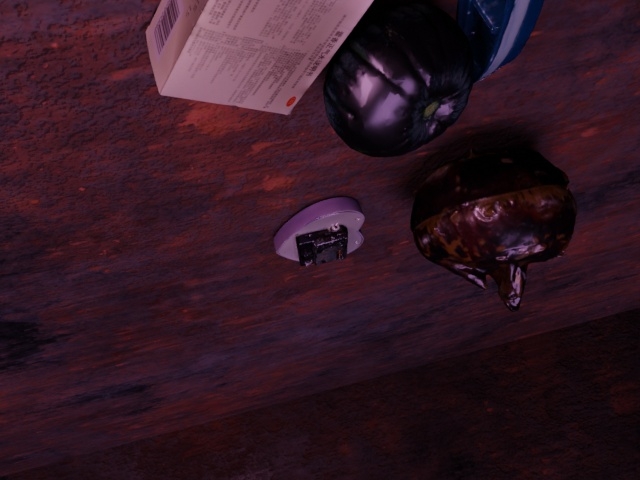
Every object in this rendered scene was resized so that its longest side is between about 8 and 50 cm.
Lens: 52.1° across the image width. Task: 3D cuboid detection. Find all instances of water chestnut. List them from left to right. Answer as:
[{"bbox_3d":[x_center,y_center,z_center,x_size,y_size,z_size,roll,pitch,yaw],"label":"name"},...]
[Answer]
[{"bbox_3d":[0.313,-0.017,1.149,0.300,0.299,0.300,-14,155,-7],"label":"water chestnut"}]

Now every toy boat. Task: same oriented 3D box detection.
[{"bbox_3d":[0.209,-0.278,0.763,0.062,0.096,0.299,-24,157,-6],"label":"toy boat"}]

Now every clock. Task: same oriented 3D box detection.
[{"bbox_3d":[0.000,0.000,1.229,0.172,0.064,0.198,-15,154,-6],"label":"clock"}]

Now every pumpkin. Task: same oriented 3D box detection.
[{"bbox_3d":[0.095,-0.194,0.804,0.202,0.140,0.202,-31,152,-19],"label":"pumpkin"}]

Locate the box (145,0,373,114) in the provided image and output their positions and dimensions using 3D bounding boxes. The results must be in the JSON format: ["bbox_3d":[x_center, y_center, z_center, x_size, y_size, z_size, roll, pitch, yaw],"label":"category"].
[{"bbox_3d":[-0.060,-0.237,0.670,0.168,0.095,0.212,4,148,-35],"label":"box"}]
